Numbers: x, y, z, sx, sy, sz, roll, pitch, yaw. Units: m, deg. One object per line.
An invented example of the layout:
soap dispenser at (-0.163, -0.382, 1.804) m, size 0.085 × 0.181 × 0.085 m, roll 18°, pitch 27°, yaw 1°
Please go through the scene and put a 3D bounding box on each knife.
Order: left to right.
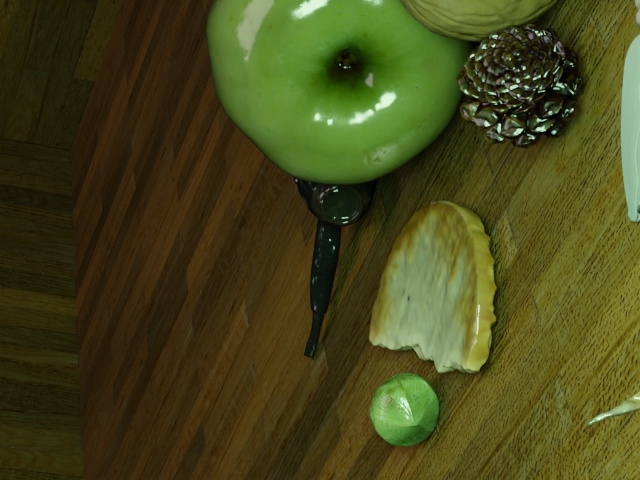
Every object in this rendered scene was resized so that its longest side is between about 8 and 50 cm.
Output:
knife at (0.320, -0.186, 1.588) m, size 0.081 × 0.043 × 0.336 m, roll -167°, pitch 85°, yaw -76°

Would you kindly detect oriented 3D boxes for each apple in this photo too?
apple at (0.023, -0.250, 1.999) m, size 0.357 × 0.357 × 0.357 m, roll -170°, pitch 90°, yaw -70°

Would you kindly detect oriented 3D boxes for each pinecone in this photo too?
pinecone at (0.219, -0.161, 1.718) m, size 0.121 × 0.140 × 0.140 m, roll 42°, pitch -133°, yaw -60°

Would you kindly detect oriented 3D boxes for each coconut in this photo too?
coconut at (0.101, 0.205, 1.923) m, size 0.096 × 0.088 × 0.088 m, roll -135°, pitch 58°, yaw -72°

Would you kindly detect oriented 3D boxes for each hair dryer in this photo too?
hair dryer at (0.000, 0.000, 2.307) m, size 0.304 × 0.120 × 0.359 m, roll -106°, pitch 23°, yaw -66°

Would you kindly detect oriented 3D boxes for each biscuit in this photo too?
biscuit at (0.145, 0.054, 1.935) m, size 0.309 × 0.040 × 0.204 m, roll -172°, pitch 92°, yaw -69°

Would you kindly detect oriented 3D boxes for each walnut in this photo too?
walnut at (0.179, -0.334, 1.768) m, size 0.228 × 0.228 × 0.228 m, roll -170°, pitch 90°, yaw -70°

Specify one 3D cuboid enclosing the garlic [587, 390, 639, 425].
garlic at (0.322, 0.105, 1.306) m, size 0.198 × 0.128 × 0.090 m, roll -42°, pitch 58°, yaw 55°
